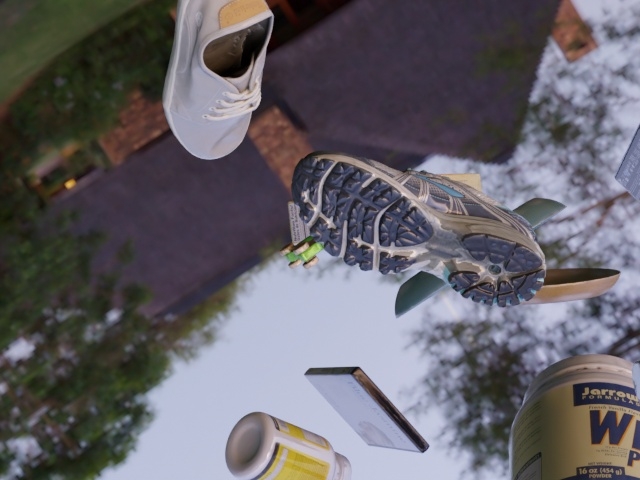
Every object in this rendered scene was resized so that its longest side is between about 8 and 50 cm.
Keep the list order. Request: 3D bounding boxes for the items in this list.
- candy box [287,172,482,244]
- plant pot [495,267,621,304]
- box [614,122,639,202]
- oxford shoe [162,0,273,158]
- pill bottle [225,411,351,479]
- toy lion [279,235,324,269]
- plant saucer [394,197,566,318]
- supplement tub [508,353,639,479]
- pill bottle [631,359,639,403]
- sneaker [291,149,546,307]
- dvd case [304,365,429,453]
[{"bbox_3d":[0.114,-0.055,2.199,0.183,0.087,0.316,-3,175,-43],"label":"candy box"},{"bbox_3d":[0.340,0.071,1.884,0.236,0.032,0.236,-5,-177,0],"label":"plant pot"},{"bbox_3d":[0.570,-0.082,1.905,0.060,0.216,0.270,-42,165,-7],"label":"box"},{"bbox_3d":[-0.156,-0.255,1.973,0.169,0.130,0.449,-28,156,-23],"label":"oxford shoe"},{"bbox_3d":[-0.043,0.326,1.815,0.103,0.184,0.103,-29,-133,36],"label":"pill bottle"},{"bbox_3d":[0.000,0.000,1.693,0.096,0.034,0.100,-37,-169,-17],"label":"toy lion"},{"bbox_3d":[0.240,0.020,1.924,0.318,0.043,0.317,-32,174,-4],"label":"plant saucer"},{"bbox_3d":[0.359,0.318,1.586,0.235,0.235,0.325,-30,-159,23],"label":"supplement tub"},{"bbox_3d":[0.392,0.135,1.244,0.137,0.078,0.078,-16,-175,-6],"label":"pill bottle"},{"bbox_3d":[0.102,-0.024,1.310,0.122,0.283,0.110,-76,-168,-59],"label":"sneaker"},{"bbox_3d":[0.073,0.284,2.079,0.022,0.180,0.253,-44,-172,-18],"label":"dvd case"}]
